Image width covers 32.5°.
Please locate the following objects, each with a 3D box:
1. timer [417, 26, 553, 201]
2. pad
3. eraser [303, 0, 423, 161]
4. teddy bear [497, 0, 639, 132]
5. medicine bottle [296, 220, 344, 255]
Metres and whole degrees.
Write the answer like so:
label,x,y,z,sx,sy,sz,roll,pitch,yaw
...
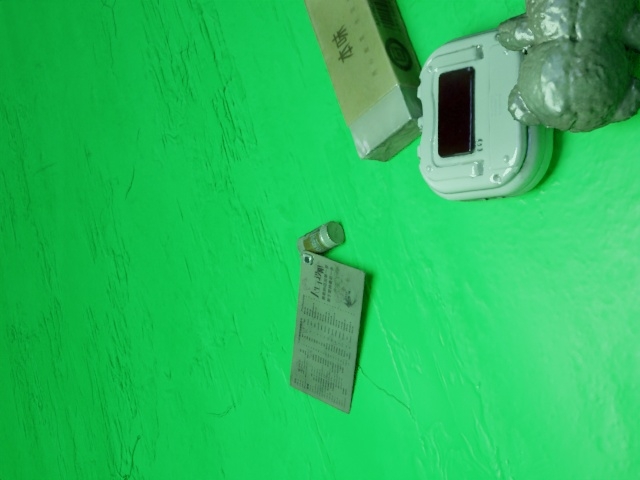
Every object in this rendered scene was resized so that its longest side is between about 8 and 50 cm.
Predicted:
label,x,y,z,sx,sy,sz,roll,pitch,yaw
timer,0.247,-0.192,1.693,0.237,0.087,0.262,-5,82,47
pad,0.007,0.161,1.950,0.159,0.009,0.265,18,109,42
eraser,0.081,-0.315,1.888,0.144,0.078,0.343,-38,61,40
teddy bear,0.362,-0.284,1.528,0.236,0.151,0.267,-1,97,20
medicine bottle,0.000,0.000,1.973,0.083,0.047,0.047,-28,67,43
